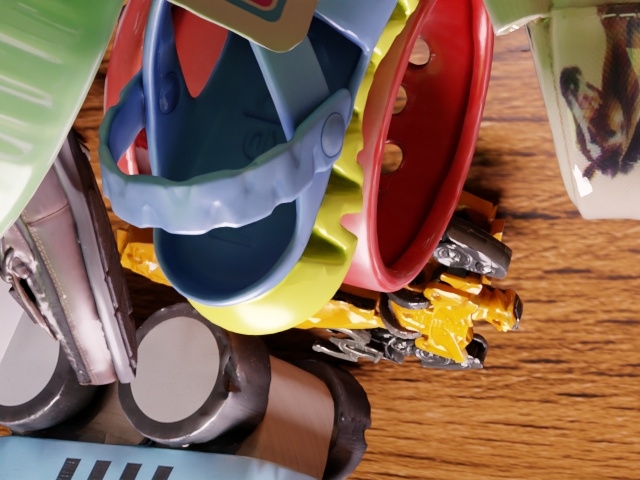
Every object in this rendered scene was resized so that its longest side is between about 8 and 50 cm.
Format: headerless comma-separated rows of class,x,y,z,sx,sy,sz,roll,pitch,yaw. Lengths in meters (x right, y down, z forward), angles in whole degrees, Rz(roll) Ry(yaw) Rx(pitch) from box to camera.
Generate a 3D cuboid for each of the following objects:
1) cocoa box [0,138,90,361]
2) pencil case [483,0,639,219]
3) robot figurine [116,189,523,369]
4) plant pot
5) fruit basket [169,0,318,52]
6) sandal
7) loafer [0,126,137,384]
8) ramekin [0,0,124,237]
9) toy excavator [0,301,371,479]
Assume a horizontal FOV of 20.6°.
cocoa box,-0.357,0.028,1.177,0.231,0.347,0.228,-9,140,40
pencil case,0.278,-0.099,0.733,0.410,0.160,0.183,-4,156,13
robot figurine,0.000,0.000,1.202,0.291,0.085,0.211,16,151,6
plant pot,-0.012,-0.085,0.973,0.174,0.191,0.191,18,152,19
fruit basket,-0.126,-0.252,0.624,0.353,0.327,0.165,29,134,-14
sandal,-0.024,-0.114,0.807,0.126,0.317,0.138,8,179,24
loafer,-0.196,-0.035,1.138,0.095,0.109,0.303,-14,116,0
ramekin,-0.203,-0.132,0.891,0.148,0.303,0.303,22,151,-23
toy excavator,-0.076,0.285,1.313,0.432,0.445,0.222,2,165,29
